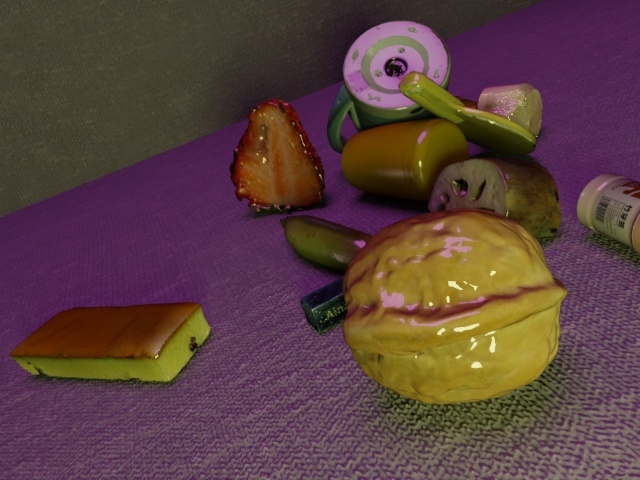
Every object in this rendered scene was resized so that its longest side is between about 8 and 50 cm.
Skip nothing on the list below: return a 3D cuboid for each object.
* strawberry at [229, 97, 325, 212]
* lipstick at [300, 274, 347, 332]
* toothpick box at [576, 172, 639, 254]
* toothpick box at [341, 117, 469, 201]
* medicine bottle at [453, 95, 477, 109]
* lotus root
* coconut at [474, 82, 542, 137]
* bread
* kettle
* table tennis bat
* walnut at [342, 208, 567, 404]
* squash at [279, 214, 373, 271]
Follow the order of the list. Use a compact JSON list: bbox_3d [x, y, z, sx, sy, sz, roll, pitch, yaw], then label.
[{"bbox_3d":[-0.114,-0.210,1.314,0.254,0.280,0.150,-16,22,29],"label":"strawberry"},{"bbox_3d":[0.115,0.056,0.876,0.312,0.051,0.051,-26,25,-18],"label":"lipstick"},{"bbox_3d":[0.467,-0.035,0.755,0.099,0.098,0.149,-22,25,-6],"label":"toothpick box"},{"bbox_3d":[0.175,-0.178,1.156,0.175,0.175,0.271,-35,27,-30],"label":"toothpick box"},{"bbox_3d":[0.398,-0.376,1.499,0.111,0.076,0.309,-17,25,3],"label":"medicine bottle"},{"bbox_3d":[0.302,-0.082,0.917,0.119,0.138,0.235,3,10,-26],"label":"lotus root"},{"bbox_3d":[0.448,-0.307,1.259,0.153,0.147,0.147,8,37,40],"label":"coconut"},{"bbox_3d":[-0.384,0.183,0.936,0.362,0.077,0.138,-6,30,26],"label":"bread"},{"bbox_3d":[0.163,-0.337,1.332,0.320,0.342,0.247,-20,70,2],"label":"kettle"},{"bbox_3d":[0.310,-0.264,1.109,0.224,0.369,0.054,25,95,58],"label":"table tennis bat"},{"bbox_3d":[0.151,0.075,0.606,0.257,0.224,0.257,-12,-3,-1],"label":"walnut"},{"bbox_3d":[0.000,0.000,1.023,0.094,0.094,0.341,-33,31,-26],"label":"squash"}]
